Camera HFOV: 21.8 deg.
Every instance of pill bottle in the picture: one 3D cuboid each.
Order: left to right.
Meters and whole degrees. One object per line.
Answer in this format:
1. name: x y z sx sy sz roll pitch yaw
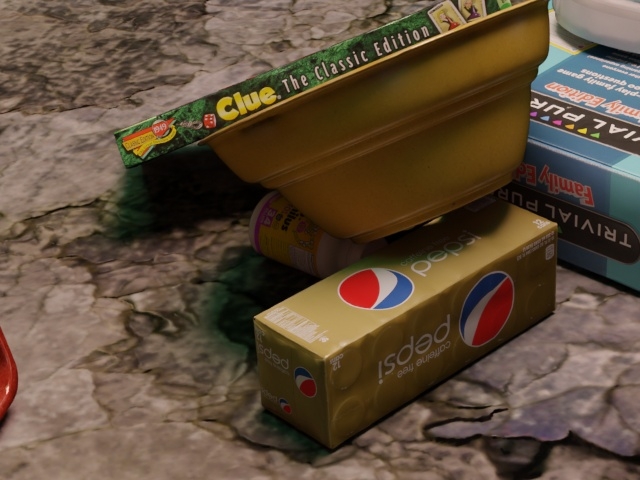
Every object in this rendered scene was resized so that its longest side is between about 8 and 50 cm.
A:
1. pill bottle: 0.000 0.000 1.002 0.083 0.043 0.043 20 39 35

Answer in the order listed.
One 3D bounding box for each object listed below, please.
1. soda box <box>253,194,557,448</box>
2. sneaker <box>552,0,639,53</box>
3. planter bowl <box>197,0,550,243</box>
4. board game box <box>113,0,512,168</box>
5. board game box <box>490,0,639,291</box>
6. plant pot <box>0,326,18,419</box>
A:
1. soda box: 0.050 0.041 0.910 0.181 0.061 0.058 -27 38 -33
2. sneaker: 0.318 -0.181 1.006 0.366 0.150 0.135 8 34 19
3. planter bowl: 0.048 -0.056 0.934 0.217 0.090 0.217 -23 3 1
4. board game box: -0.007 -0.108 1.086 0.260 0.030 0.136 -22 3 -1
5. board game box: 0.241 -0.093 1.093 0.254 0.079 0.336 24 41 38
6. plant pot: -0.338 0.047 0.783 0.236 0.267 0.267 -7 29 20
